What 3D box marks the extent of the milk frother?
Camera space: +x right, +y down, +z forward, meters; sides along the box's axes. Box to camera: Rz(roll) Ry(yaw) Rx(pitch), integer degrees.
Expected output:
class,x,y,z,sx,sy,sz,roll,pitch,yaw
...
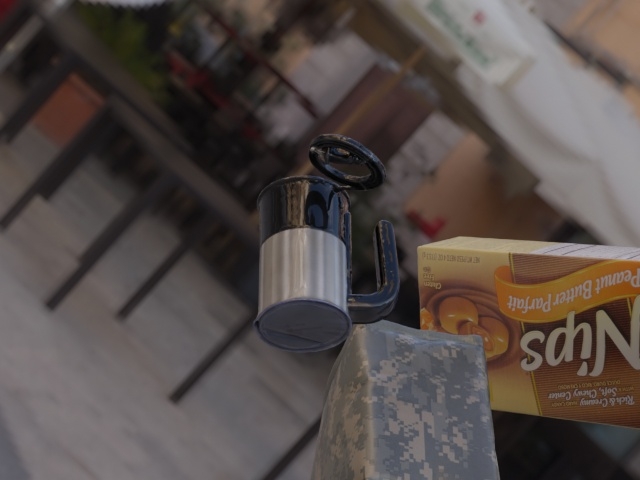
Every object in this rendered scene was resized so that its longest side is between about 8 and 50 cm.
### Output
class,x,y,z,sx,sy,sz,roll,pitch,yaw
milk frother,0.000,0.000,1.669,0.143,0.129,0.134,69,16,-53

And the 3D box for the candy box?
class,x,y,z,sx,sy,sz,roll,pitch,yaw
candy box,0.257,0.098,2.146,0.316,0.183,0.087,4,11,39

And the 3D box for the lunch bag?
class,x,y,z,sx,sy,sz,roll,pitch,yaw
lunch bag,0.069,0.264,1.989,0.169,0.287,0.235,12,42,-12
